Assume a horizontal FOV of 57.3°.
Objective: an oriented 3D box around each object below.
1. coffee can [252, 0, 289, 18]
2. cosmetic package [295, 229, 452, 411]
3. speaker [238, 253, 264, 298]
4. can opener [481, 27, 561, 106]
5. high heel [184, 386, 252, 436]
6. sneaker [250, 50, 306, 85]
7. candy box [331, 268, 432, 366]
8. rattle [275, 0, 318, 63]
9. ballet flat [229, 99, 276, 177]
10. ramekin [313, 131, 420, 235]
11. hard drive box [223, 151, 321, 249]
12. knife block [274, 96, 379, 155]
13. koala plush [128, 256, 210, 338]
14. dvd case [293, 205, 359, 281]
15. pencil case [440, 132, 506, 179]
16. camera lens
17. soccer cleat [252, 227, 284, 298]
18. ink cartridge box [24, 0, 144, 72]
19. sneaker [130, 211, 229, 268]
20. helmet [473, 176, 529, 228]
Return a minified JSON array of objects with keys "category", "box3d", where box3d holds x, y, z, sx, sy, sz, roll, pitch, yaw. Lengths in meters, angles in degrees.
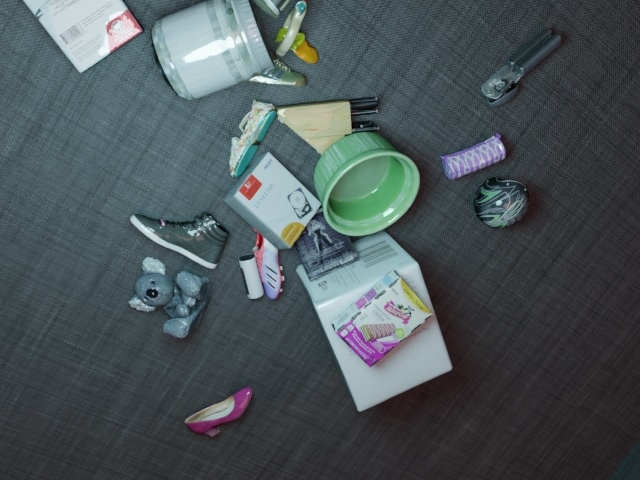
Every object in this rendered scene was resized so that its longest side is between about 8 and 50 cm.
[{"category":"coffee can","box3d":[-0.102,-0.750,1.510,0.201,0.201,0.275,37,97,-22]},{"category":"cosmetic package","box3d":[0.162,0.240,1.844,0.328,0.329,0.393,-24,111,-5]},{"category":"speaker","box3d":[-0.219,0.113,1.859,0.055,0.055,0.136,-14,112,-8]},{"category":"can opener","box3d":[0.629,-0.535,1.837,0.283,0.076,0.095,-40,145,2]},{"category":"high heel","box3d":[-0.342,0.563,1.974,0.244,0.082,0.117,-43,123,17]},{"category":"sneaker","box3d":[-0.132,-0.492,1.664,0.192,0.064,0.086,3,113,-11]},{"category":"candy box","box3d":[0.169,0.216,1.621,0.233,0.071,0.159,-42,111,3]},{"category":"rattle","box3d":[-0.034,-0.576,1.594,0.143,0.130,0.199,34,135,-11]},{"category":"ballet flat","box3d":[-0.212,-0.301,1.711,0.077,0.091,0.241,36,104,12]},{"category":"ramekin","box3d":[0.126,-0.174,1.741,0.304,0.148,0.303,-15,136,-14]},{"category":"hard drive box","box3d":[-0.141,-0.114,1.744,0.232,0.089,0.181,42,67,-22]},{"category":"knife block","box3d":[0.037,-0.380,1.731,0.276,0.088,0.242,37,96,-21]},{"category":"koala plush","box3d":[-0.462,0.164,1.777,0.221,0.203,0.196,16,96,4]},{"category":"dvd case","box3d":[0.000,0.000,1.809,0.165,0.221,0.018,-24,155,-4]},{"category":"pencil case","box3d":[0.491,-0.267,1.875,0.206,0.086,0.088,-24,125,-4]},{"category":"camera lens","box3d":[-0.283,-0.503,1.524,0.274,0.219,0.219,-19,112,5]},{"category":"soccer cleat","box3d":[-0.170,0.065,1.836,0.095,0.083,0.247,-5,105,-26]},{"category":"ink cartridge box","box3d":[-0.614,-0.600,1.489,0.197,0.114,0.272,-34,113,1]},{"category":"sneaker","box3d":[-0.405,-0.042,1.742,0.296,0.104,0.146,29,98,-26]},{"category":"helmet","box3d":[0.591,-0.120,1.909,0.170,0.161,0.169,-4,109,-12]}]
